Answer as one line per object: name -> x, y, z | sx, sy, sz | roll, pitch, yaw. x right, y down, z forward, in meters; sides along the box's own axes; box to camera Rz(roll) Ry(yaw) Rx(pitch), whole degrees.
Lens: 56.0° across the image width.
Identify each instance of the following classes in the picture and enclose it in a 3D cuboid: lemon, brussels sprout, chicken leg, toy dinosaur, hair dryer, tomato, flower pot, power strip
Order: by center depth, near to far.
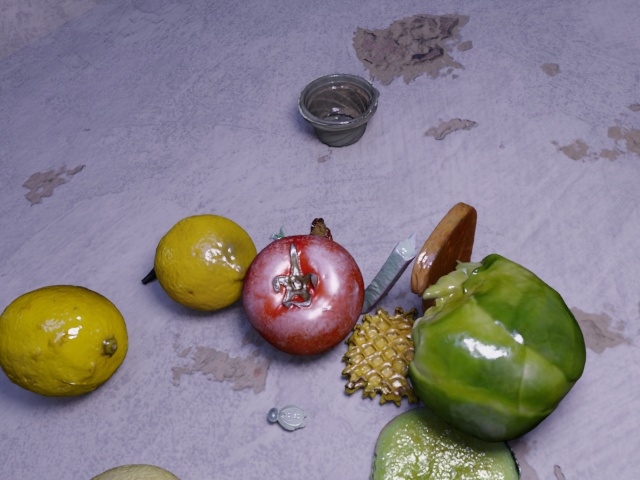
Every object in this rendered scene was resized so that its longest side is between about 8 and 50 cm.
brussels sprout -> 0.343, 0.209, 1.178 | 0.314, 0.276, 0.371 | 18, 41, 18
power strip -> -0.071, 0.376, 1.277 | 0.083, 0.035, 0.055 | 8, 54, -2
lemon -> -0.572, 0.220, 1.332 | 0.283, 0.261, 0.261 | -3, 53, 1
tomato -> -0.033, 0.120, 1.336 | 0.270, 0.227, 0.271 | -3, 71, 10
lemon -> -0.262, 0.051, 1.421 | 0.253, 0.228, 0.229 | -3, 50, 30
hair dryer -> -0.407, 0.101, 1.537 | 0.079, 0.031, 0.083 | -42, 66, -9
chicken leg -> 0.004, -0.002, 1.543 | 0.062, 0.037, 0.145 | -31, 51, 13
toy dinosaur -> -0.098, -0.003, 1.568 | 0.062, 0.021, 0.083 | 30, 66, 19
flower pot -> 0.054, -0.366, 1.742 | 0.235, 0.141, 0.236 | -3, 54, 4

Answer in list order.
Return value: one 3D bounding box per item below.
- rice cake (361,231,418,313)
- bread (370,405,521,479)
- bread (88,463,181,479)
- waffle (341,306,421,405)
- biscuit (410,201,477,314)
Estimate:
rice cake -> 0.147, 0.080, 1.313 | 0.051, 0.290, 0.081 | 36, 55, 6
bread -> 0.237, 0.458, 1.156 | 0.301, 0.045, 0.302 | -4, 53, 5
bread -> -0.341, 0.558, 1.047 | 0.320, 0.237, 0.321 | -5, 49, 5
waffle -> 0.161, 0.247, 1.323 | 0.228, 0.051, 0.232 | 1, 53, 13
biscuit -> 0.255, 0.062, 1.290 | 0.052, 0.277, 0.262 | 23, 52, 27
